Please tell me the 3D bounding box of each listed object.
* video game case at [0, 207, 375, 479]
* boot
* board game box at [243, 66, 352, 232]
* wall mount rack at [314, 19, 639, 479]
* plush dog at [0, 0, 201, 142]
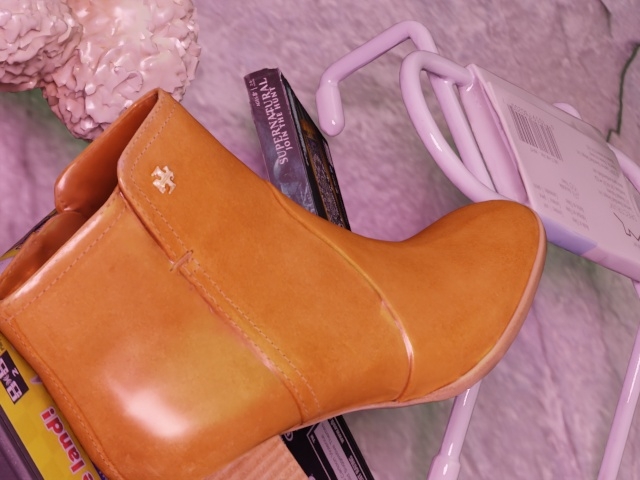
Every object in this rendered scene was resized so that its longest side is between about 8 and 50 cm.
[{"bbox_3d":[-0.073,0.105,0.898,0.275,0.035,0.248,63,32,-16],"label":"video game case"},{"bbox_3d":[-0.015,0.005,0.858,0.295,0.104,0.211,-48,113,-35],"label":"boot"},{"bbox_3d":[0.000,0.000,1.067,0.126,0.026,0.186,53,20,-65],"label":"board game box"},{"bbox_3d":[0.128,0.026,1.127,0.350,0.130,0.304,19,47,-51],"label":"wall mount rack"},{"bbox_3d":[-0.214,-0.118,0.843,0.262,0.210,0.225,32,70,12],"label":"plush dog"}]
